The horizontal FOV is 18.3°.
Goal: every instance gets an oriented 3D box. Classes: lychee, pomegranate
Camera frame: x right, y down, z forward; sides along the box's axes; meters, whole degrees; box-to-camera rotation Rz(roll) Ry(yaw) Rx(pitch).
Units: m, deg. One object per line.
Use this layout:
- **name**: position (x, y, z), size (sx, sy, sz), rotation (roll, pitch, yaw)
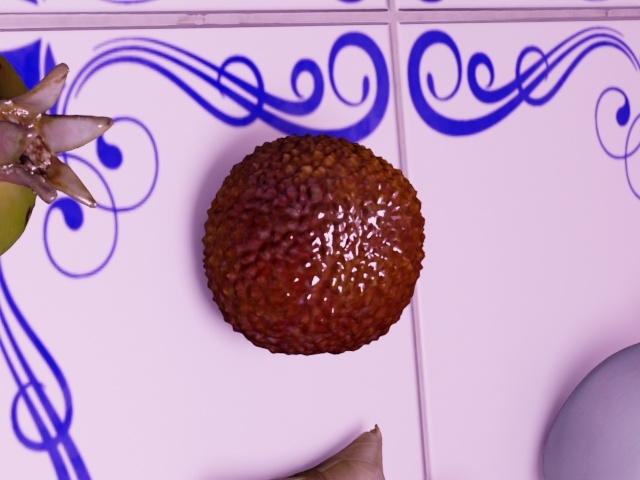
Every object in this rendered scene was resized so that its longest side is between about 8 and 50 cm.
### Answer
- **lychee**: position (-0.002, 0.005, 1.606), size (0.194, 0.194, 0.194), rotation (2, 87, -46)
- **pomegranate**: position (-0.246, -0.061, 1.317), size (0.181, 0.224, 0.181), rotation (13, 74, -52)

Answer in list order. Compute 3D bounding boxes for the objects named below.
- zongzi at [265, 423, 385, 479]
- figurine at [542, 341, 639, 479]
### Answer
- **zongzi**: position (-0.016, 0.215, 1.645), size (0.194, 0.099, 0.197), rotation (34, 54, -41)
- **figurine**: position (0.336, 0.261, 1.969), size (0.224, 0.205, 0.382), rotation (-58, 147, -34)
